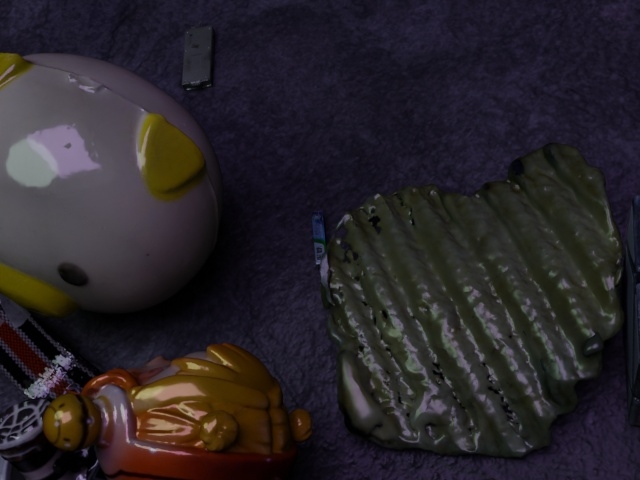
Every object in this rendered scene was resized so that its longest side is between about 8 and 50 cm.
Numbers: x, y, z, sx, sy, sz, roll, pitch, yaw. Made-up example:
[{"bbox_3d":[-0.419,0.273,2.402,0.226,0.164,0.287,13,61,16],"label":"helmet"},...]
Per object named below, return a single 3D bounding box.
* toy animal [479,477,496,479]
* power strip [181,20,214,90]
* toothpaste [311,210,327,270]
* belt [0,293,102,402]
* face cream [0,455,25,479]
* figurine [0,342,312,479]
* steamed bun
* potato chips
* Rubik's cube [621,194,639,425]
[{"bbox_3d":[0.231,0.334,0.899,0.358,0.226,0.188,-15,60,6],"label":"toy animal"},{"bbox_3d":[-0.194,-0.298,1.477,0.051,0.019,0.136,-9,60,12],"label":"power strip"},{"bbox_3d":[0.000,0.000,1.263,0.017,0.020,0.083,-9,60,5],"label":"toothpaste"},{"bbox_3d":[-0.433,0.120,1.260,0.359,0.126,0.094,36,66,22],"label":"belt"},{"bbox_3d":[-0.520,0.354,1.130,0.370,0.145,0.145,-14,59,5],"label":"face cream"},{"bbox_3d":[-0.164,0.224,1.024,0.323,0.320,0.196,-14,77,28],"label":"figurine"},{"bbox_3d":[-0.308,-0.072,1.199,0.374,0.334,0.334,21,68,7],"label":"steamed bun"},{"bbox_3d":[0.184,0.068,1.129,0.373,0.097,0.389,-12,61,22],"label":"potato chips"},{"bbox_3d":[0.438,0.080,0.997,0.205,0.207,0.205,-1,63,16],"label":"Rubik's cube"}]
